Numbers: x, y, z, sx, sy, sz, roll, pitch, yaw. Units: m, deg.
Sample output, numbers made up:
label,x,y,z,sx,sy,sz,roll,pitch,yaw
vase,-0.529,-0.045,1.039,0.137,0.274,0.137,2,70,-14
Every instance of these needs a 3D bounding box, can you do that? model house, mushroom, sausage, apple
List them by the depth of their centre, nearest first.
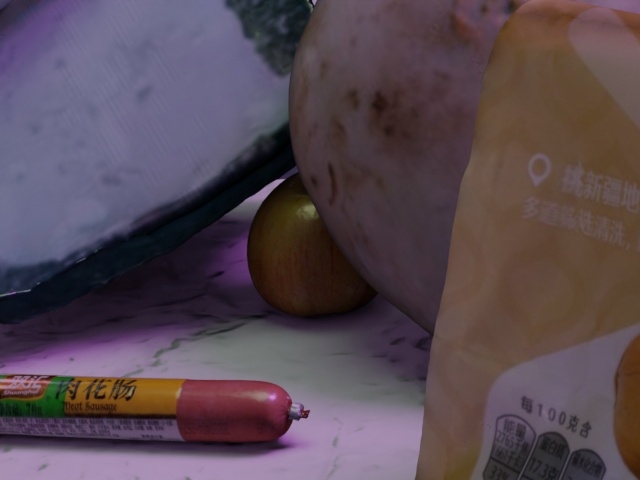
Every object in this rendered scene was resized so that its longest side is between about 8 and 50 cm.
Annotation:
label,x,y,z,sx,sy,sz,roll,pitch,yaw
sausage,-0.110,0.078,0.899,0.223,0.029,0.029,0,21,20
mushroom,0.115,-0.060,0.946,0.243,0.244,0.243,-6,19,2
apple,0.000,0.000,1.017,0.084,0.071,0.084,-7,19,2
model house,-0.116,-0.058,1.128,0.253,0.184,0.291,-34,-10,-4

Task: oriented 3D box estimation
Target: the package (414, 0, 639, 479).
label,x,y,z,sx,sy,sz,roll,pitch,yaw
package,0.198,0.047,0.684,0.165,0.221,0.311,4,10,-37
